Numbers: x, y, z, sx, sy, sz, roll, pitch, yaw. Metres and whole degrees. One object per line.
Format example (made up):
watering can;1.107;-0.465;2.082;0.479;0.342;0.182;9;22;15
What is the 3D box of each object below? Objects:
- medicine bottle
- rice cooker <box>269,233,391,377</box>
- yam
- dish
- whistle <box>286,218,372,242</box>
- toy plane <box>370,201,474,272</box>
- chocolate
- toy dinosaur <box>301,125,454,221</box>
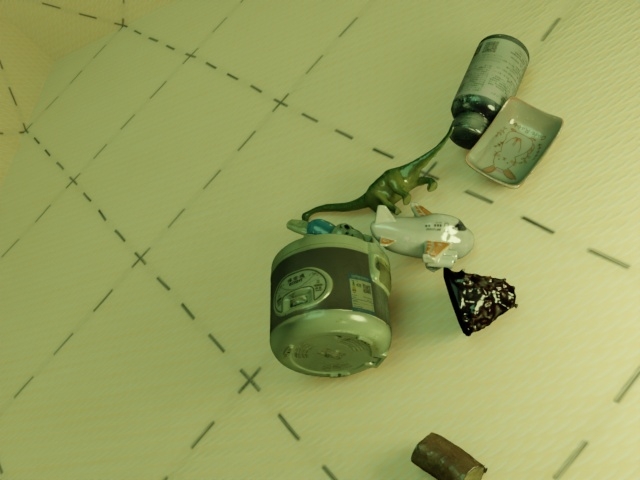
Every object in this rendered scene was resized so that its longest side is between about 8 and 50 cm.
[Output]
medicine bottle;0.422;-0.374;1.647;0.141;0.141;0.293;10;64;38
rice cooker;0.022;0.140;1.456;0.288;0.288;0.277;-18;51;23
yam;0.242;0.427;1.236;0.127;0.084;0.084;29;78;41
dish;0.462;-0.221;1.541;0.151;0.077;0.212;33;80;24
whistle;0.017;-0.020;1.680;0.236;0.077;0.114;18;34;27
toy plane;0.235;-0.017;1.483;0.245;0.117;0.244;6;30;-3
chocolate;0.344;0.117;1.365;0.133;0.156;0.156;-17;49;3
toy dinosaur;0.150;-0.152;1.701;0.447;0.087;0.301;-52;42;8
